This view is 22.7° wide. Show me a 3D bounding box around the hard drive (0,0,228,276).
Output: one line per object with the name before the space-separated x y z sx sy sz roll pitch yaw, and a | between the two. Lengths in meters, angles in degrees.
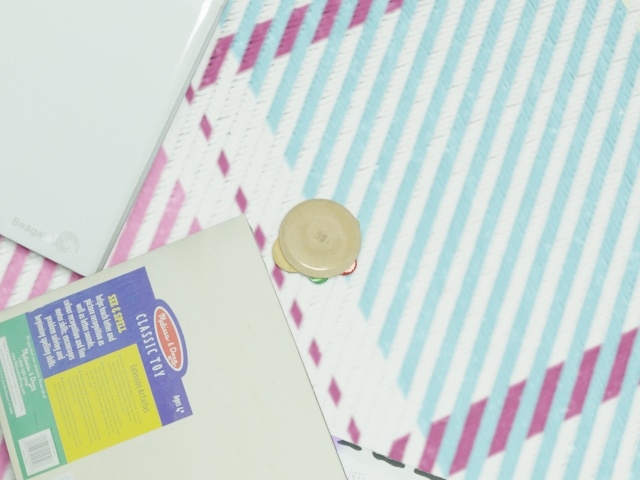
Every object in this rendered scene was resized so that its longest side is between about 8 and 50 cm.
hard drive | -0.234 -0.146 1.485 0.203 0.040 0.308 26 95 3

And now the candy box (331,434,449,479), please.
candy box | -0.004 0.260 1.425 0.196 0.070 0.165 22 71 2

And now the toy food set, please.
toy food set | 0.000 0.000 1.535 0.082 0.020 0.083 20 71 1

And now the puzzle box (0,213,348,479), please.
puzzle box | -0.120 0.201 1.379 0.272 0.052 0.409 -21 65 1
